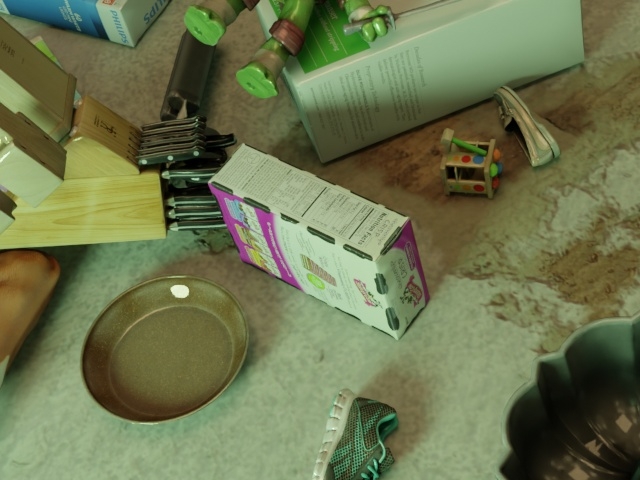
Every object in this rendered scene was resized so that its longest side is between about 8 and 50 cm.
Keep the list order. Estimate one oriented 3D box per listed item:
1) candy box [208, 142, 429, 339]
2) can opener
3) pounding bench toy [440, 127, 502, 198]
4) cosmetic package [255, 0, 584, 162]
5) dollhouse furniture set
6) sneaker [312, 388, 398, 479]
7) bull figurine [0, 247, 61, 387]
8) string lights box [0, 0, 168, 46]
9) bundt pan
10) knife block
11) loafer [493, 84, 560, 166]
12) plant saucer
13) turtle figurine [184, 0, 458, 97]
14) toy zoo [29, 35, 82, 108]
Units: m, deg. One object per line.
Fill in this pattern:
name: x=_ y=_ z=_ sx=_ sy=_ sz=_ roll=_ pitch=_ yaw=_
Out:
candy box: x=0.000 y=0.000 z=1.455 sx=0.233 sy=0.159 sz=0.071 roll=27 pitch=65 yaw=28
can opener: x=-0.166 y=-0.174 z=1.695 sx=0.093 sy=0.074 sz=0.280 roll=16 pitch=54 yaw=-16
pounding bench toy: x=0.178 y=-0.096 z=1.531 sx=0.065 sy=0.083 sz=0.052 roll=5 pitch=55 yaw=18
cosmetic package: x=0.125 y=-0.268 z=1.631 sx=0.366 sy=0.155 sz=0.197 roll=-23 pitch=51 yaw=-3
dollhouse furniture set: x=-0.456 y=-0.100 z=1.471 sx=0.303 sy=0.198 sz=0.286 roll=-40 pitch=28 yaw=17
sneaker: x=0.037 y=0.229 z=1.336 sx=0.076 sy=0.065 sz=0.166 roll=7 pitch=57 yaw=14
bull figurine: x=-0.421 y=0.124 z=1.494 sx=0.188 sy=0.101 sz=0.310 roll=9 pitch=46 yaw=22
string lights box: x=-0.348 y=-0.374 z=1.875 sx=0.260 sy=0.076 sz=0.133 roll=17 pitch=58 yaw=24
bundt pan: x=0.334 y=0.230 z=1.221 sx=0.331 sy=0.124 sz=0.330 roll=-7 pitch=52 yaw=9
knife block: x=-0.227 y=-0.047 z=1.557 sx=0.276 sy=0.242 sz=0.088 roll=-43 pitch=27 yaw=24
loafer: x=0.241 y=-0.139 z=1.576 sx=0.039 sy=0.045 sz=0.125 roll=-33 pitch=55 yaw=-3
plant saucer: x=-0.174 y=0.129 z=1.478 sx=0.199 sy=0.036 sz=0.198 roll=-7 pitch=53 yaw=9
turtle figurine: x=-0.006 y=-0.302 z=1.468 sx=0.275 sy=0.198 sz=0.266 roll=25 pitch=67 yaw=34
toy zoo: x=-0.403 y=-0.145 z=1.744 sx=0.192 sy=0.030 sz=0.293 roll=-30 pitch=52 yaw=-9
